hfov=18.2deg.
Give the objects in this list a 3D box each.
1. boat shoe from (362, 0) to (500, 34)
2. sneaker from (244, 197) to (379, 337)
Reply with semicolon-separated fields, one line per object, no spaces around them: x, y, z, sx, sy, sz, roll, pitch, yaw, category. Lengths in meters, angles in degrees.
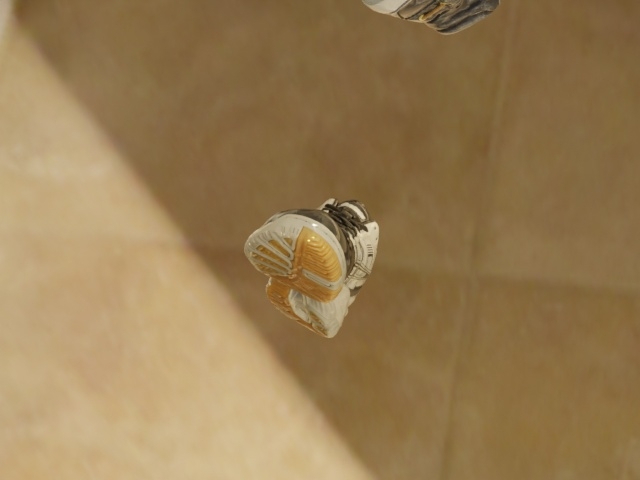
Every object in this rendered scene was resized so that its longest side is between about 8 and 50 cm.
0.113;-0.213;1.382;0.183;0.083;0.065;-38;50;37;boat shoe
0.000;0.000;0.591;0.032;0.083;0.037;31;77;8;sneaker
